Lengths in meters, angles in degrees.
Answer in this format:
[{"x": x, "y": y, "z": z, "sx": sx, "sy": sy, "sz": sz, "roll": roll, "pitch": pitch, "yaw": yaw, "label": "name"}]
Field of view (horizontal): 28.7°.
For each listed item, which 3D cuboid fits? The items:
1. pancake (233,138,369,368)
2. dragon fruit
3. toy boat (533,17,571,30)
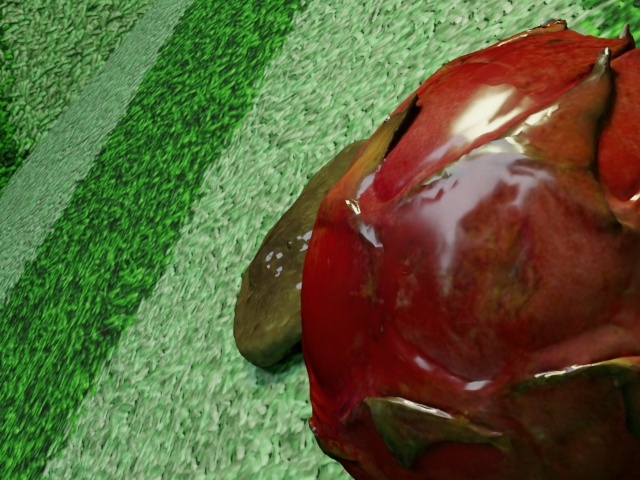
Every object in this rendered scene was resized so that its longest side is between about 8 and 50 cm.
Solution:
[{"x": 0.000, "y": 0.000, "z": 1.084, "sx": 0.242, "sy": 0.050, "sz": 0.242, "roll": -43, "pitch": 23, "yaw": 24, "label": "pancake"}, {"x": 0.103, "y": 0.030, "z": 0.570, "sx": 0.241, "sy": 0.241, "sz": 0.252, "roll": -99, "pitch": 18, "yaw": -63, "label": "dragon fruit"}, {"x": 0.140, "y": -0.110, "z": 0.950, "sx": 0.137, "sy": 0.060, "sz": 0.061, "roll": -53, "pitch": 39, "yaw": 15, "label": "toy boat"}]
